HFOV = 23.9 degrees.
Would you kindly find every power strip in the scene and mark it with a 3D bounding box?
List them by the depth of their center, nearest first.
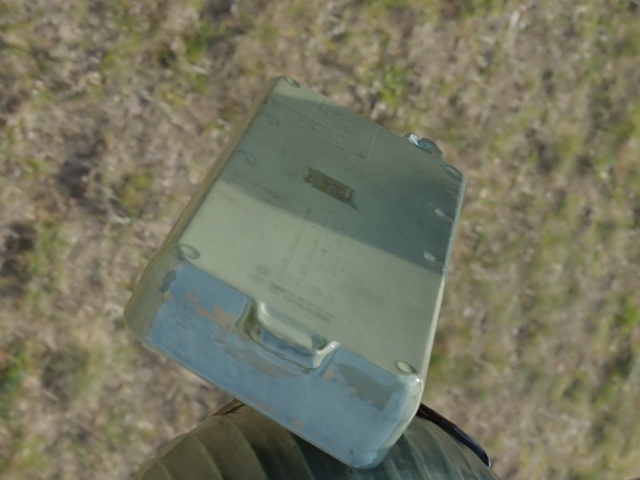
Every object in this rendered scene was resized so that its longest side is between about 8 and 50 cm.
[{"bbox_3d":[0.000,0.000,0.676,0.046,0.118,0.270,-60,-177,25],"label":"power strip"}]

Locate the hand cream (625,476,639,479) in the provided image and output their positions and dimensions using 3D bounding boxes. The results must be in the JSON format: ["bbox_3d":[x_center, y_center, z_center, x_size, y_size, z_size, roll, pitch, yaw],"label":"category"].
[{"bbox_3d":[0.096,0.088,0.436,0.209,0.043,0.067,-10,141,-5],"label":"hand cream"}]

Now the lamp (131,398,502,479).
[{"bbox_3d":[-0.001,0.185,0.703,0.233,0.233,0.265,-32,155,-39],"label":"lamp"}]

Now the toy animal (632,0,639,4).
[{"bbox_3d":[0.140,-0.168,0.755,0.071,0.124,0.085,-49,-179,44],"label":"toy animal"}]
